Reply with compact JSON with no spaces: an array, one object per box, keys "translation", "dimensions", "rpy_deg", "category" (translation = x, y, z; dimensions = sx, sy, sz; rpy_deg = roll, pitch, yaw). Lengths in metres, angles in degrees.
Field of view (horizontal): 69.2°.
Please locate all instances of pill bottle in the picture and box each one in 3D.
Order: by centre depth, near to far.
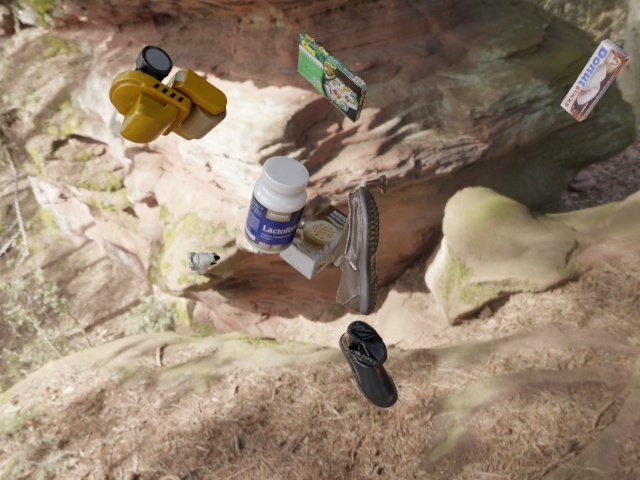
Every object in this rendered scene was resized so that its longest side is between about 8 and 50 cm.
[{"translation":[-0.125,-0.099,1.319],"dimensions":[0.153,0.264,0.153],"rpy_deg":[11,46,-11],"category":"pill bottle"}]

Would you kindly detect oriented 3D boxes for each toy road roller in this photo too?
[{"translation":[-0.465,-0.387,1.402],"dimensions":[0.203,0.330,0.240],"rpy_deg":[-26,51,41],"category":"toy road roller"}]

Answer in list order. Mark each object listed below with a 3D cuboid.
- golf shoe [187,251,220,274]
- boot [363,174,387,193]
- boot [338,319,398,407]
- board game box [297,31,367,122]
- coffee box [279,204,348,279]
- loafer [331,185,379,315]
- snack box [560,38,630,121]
[{"translation":[-0.341,0.066,1.402],"dimensions":[0.086,0.069,0.176],"rpy_deg":[-8,-3,-4],"category":"golf shoe"},{"translation":[0.240,-0.234,2.071],"dimensions":[0.114,0.106,0.037],"rpy_deg":[-25,41,-19],"category":"boot"},{"translation":[0.137,0.336,1.237],"dimensions":[0.094,0.207,0.246],"rpy_deg":[-29,77,-13],"category":"boot"},{"translation":[0.028,-0.467,1.330],"dimensions":[0.030,0.136,0.259],"rpy_deg":[-36,71,-20],"category":"board game box"},{"translation":[0.000,0.000,1.570],"dimensions":[0.141,0.098,0.247],"rpy_deg":[37,51,19],"category":"coffee box"},{"translation":[0.089,0.030,1.305],"dimensions":[0.130,0.365,0.134],"rpy_deg":[3,5,19],"category":"loafer"},{"translation":[0.610,-0.353,1.039],"dimensions":[0.022,0.178,0.064],"rpy_deg":[-24,63,-16],"category":"snack box"}]
